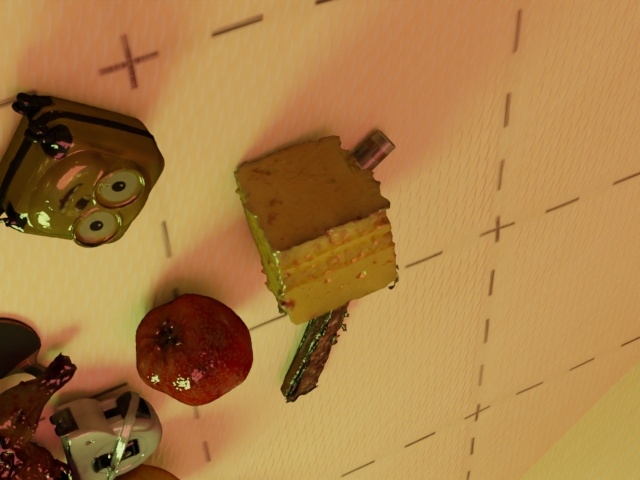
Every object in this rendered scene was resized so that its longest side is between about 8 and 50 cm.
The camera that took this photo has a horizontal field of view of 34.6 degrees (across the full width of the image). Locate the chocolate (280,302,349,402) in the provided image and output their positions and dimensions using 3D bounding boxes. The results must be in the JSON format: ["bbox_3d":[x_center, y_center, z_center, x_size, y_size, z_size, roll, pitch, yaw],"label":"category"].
[{"bbox_3d":[-0.006,0.204,2.135,0.102,0.065,0.329,-22,144,-45],"label":"chocolate"}]

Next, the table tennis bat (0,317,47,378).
[{"bbox_3d":[-0.537,0.203,1.786,0.130,0.019,0.220,-38,140,5],"label":"table tennis bat"}]

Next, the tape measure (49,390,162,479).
[{"bbox_3d":[-0.406,0.381,1.986,0.197,0.120,0.236,-21,144,-20],"label":"tape measure"}]

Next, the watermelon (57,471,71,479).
[{"bbox_3d":[-0.570,0.522,1.917,0.242,0.242,0.242,-20,139,-18],"label":"watermelon"}]

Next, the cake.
[{"bbox_3d":[0.000,0.000,1.786,0.228,0.222,0.286,-21,140,-8],"label":"cake"}]

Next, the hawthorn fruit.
[{"bbox_3d":[-0.219,0.207,1.884,0.205,0.205,0.253,-38,148,5],"label":"hawthorn fruit"}]

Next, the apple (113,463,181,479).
[{"bbox_3d":[-0.382,0.592,2.092,0.286,0.286,0.233,-5,153,-32],"label":"apple"}]

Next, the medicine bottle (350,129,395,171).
[{"bbox_3d":[0.090,-0.154,1.842,0.083,0.047,0.047,-45,140,11],"label":"medicine bottle"}]

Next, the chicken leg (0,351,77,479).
[{"bbox_3d":[-0.518,0.354,1.785,0.178,0.083,0.322,2,90,-24],"label":"chicken leg"}]

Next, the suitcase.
[{"bbox_3d":[-0.358,-0.094,1.507,0.235,0.143,0.194,10,123,-42],"label":"suitcase"}]
